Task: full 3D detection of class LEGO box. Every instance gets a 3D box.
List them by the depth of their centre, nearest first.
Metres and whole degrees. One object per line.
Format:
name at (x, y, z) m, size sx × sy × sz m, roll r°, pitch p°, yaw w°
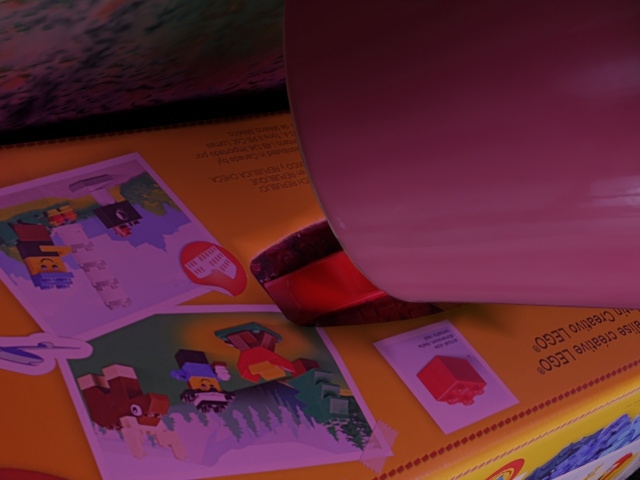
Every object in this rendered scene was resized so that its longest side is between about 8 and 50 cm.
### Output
LEGO box at (-0.043, 0.128, 0.645) m, size 0.500 × 0.193 × 0.372 m, roll -13°, pitch 147°, yaw -46°

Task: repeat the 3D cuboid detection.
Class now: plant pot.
plant pot at (0.096, -0.059, 0.399) m, size 0.180 × 0.201 × 0.201 m, roll -12°, pitch 180°, yaw 28°
